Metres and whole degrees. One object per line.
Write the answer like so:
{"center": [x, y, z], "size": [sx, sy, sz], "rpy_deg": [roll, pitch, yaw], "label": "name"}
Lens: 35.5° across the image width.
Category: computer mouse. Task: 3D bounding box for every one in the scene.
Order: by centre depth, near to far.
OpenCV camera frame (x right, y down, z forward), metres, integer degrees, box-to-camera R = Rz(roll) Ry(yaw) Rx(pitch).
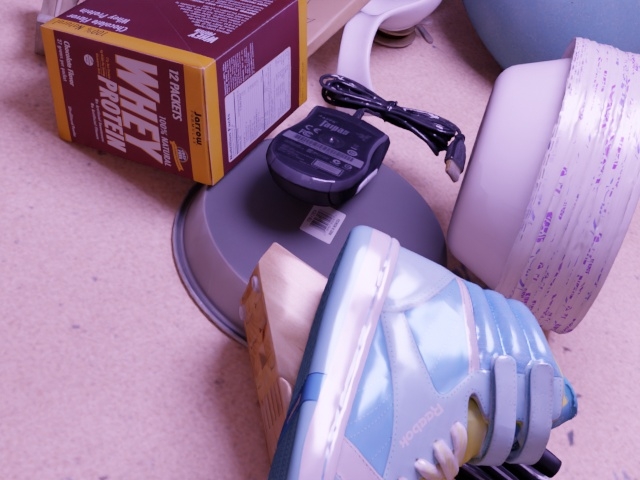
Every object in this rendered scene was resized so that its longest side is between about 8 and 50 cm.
{"center": [0.051, -0.079, 1.025], "size": [0.184, 0.060, 0.262], "rpy_deg": [22, 32, 4], "label": "computer mouse"}

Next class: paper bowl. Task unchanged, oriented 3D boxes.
{"center": [0.219, -0.061, 0.992], "size": [0.148, 0.284, 0.284], "rpy_deg": [17, 43, 5], "label": "paper bowl"}

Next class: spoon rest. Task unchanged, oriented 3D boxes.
{"center": [0.078, -0.275, 1.240], "size": [0.137, 0.084, 0.276], "rpy_deg": [3, 50, 22], "label": "spoon rest"}

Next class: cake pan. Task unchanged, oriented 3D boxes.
{"center": [0.000, 0.000, 1.006], "size": [0.293, 0.054, 0.293], "rpy_deg": [12, 45, -12], "label": "cake pan"}

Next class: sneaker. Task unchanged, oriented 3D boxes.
{"center": [0.076, 0.154, 0.712], "size": [0.208, 0.127, 0.319], "rpy_deg": [19, 64, -5], "label": "sneaker"}

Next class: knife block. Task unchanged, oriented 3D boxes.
{"center": [0.072, 0.135, 0.841], "size": [0.242, 0.088, 0.276], "rpy_deg": [-5, 66, -18], "label": "knife block"}

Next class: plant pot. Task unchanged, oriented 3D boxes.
{"center": [0.348, -0.275, 1.292], "size": [0.290, 0.290, 0.196], "rpy_deg": [-21, 94, -36], "label": "plant pot"}

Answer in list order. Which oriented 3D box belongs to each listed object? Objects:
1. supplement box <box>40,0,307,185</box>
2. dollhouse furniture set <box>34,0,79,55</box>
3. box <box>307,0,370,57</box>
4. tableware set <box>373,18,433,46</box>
{"center": [-0.142, -0.180, 1.026], "size": [0.191, 0.129, 0.194], "rpy_deg": [18, 41, 22], "label": "supplement box"}
{"center": [-0.245, -0.284, 1.146], "size": [0.129, 0.129, 0.184], "rpy_deg": [11, 69, -14], "label": "dollhouse furniture set"}
{"center": [-0.050, -0.259, 1.193], "size": [0.164, 0.021, 0.201], "rpy_deg": [8, 39, 30], "label": "box"}
{"center": [0.068, -0.338, 1.368], "size": [0.128, 0.039, 0.194], "rpy_deg": [-12, 54, -31], "label": "tableware set"}
